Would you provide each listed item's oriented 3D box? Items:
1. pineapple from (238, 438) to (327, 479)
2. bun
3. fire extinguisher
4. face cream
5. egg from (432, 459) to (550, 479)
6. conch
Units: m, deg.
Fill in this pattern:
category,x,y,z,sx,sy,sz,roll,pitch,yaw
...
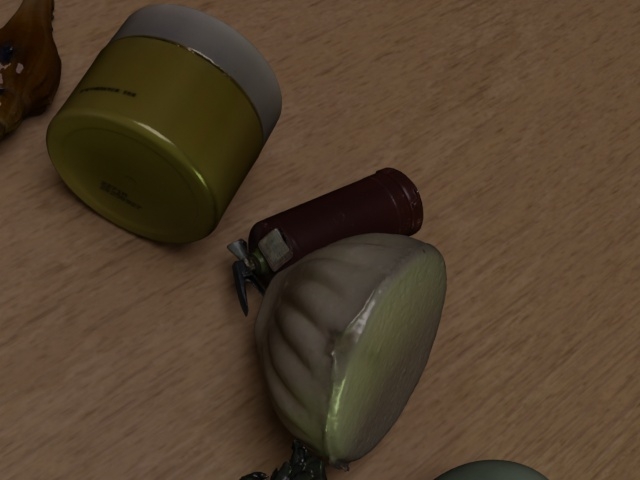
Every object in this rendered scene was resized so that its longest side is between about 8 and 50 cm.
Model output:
category,x,y,z,sx,sy,sz,roll,pitch,yaw
pineapple,-0.074,0.285,1.046,0.197,0.108,0.108,-35,79,-12
bun,0.011,0.100,1.141,0.175,0.263,0.263,23,53,24
fire extinguisher,0.000,0.000,1.255,0.269,0.105,0.105,-23,73,-30
face cream,-0.178,-0.131,1.184,0.218,0.218,0.179,29,58,-4
egg,0.155,0.343,1.077,0.264,0.183,0.183,-36,80,-26
conch,-0.366,-0.229,1.241,0.109,0.093,0.330,13,58,-6
